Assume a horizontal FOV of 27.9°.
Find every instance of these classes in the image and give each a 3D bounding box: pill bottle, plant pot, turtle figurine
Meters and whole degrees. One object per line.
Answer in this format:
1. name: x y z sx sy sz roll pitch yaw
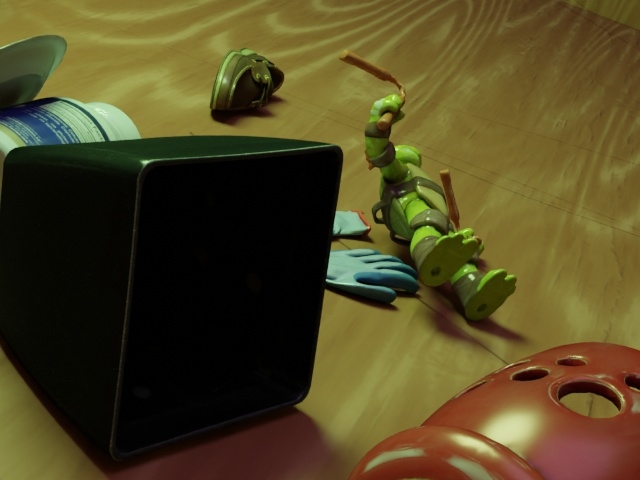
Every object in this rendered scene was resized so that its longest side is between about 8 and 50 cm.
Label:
1. pill bottle: -0.221 -0.054 1.009 0.112 0.112 0.187 25 22 15
2. plant pot: -0.117 0.012 0.864 0.167 0.188 0.187 20 19 35
3. turtle figurine: 0.089 -0.036 1.188 0.269 0.087 0.217 56 7 -40
4. plant pot: 0.112 0.160 0.673 0.174 0.191 0.191 -10 35 -45

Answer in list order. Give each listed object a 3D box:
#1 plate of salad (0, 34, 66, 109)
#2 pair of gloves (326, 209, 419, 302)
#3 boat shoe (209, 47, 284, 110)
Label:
1. plate of salad: -0.285 -0.107 0.993 0.048 0.200 0.200 56 27 1
2. pair of gloves: 0.000 0.000 1.182 0.159 0.023 0.198 6 25 -29
3. boat shoe: -0.083 -0.185 1.495 0.060 0.064 0.178 19 19 5
